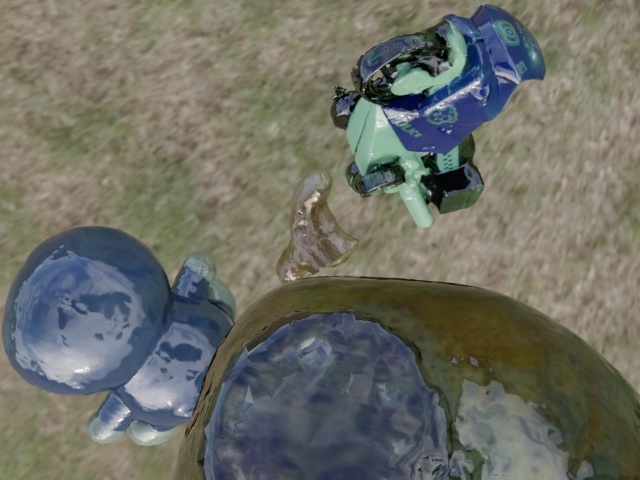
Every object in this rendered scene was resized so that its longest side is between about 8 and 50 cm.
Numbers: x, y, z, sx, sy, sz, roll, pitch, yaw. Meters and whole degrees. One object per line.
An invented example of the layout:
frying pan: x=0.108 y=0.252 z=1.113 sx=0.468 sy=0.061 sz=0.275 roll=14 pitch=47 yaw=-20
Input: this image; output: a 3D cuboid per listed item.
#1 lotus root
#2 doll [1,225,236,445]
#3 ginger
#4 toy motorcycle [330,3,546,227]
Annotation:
lotus root: x=0.064 y=0.145 z=0.763 sx=0.250 sy=0.346 sz=0.250 roll=-11 pitch=62 yaw=23
doll: x=-0.205 y=0.095 z=1.598 sx=0.258 sy=0.154 sz=0.228 roll=31 pitch=89 yaw=-25
ginger: x=0.000 y=0.001 z=0.969 sx=0.048 sy=0.030 sz=0.097 roll=11 pitch=129 yaw=-3
toy motorcycle: x=0.116 y=-0.133 z=1.553 sx=0.196 sy=0.331 sz=0.125 roll=-17 pitch=69 yaw=-8
